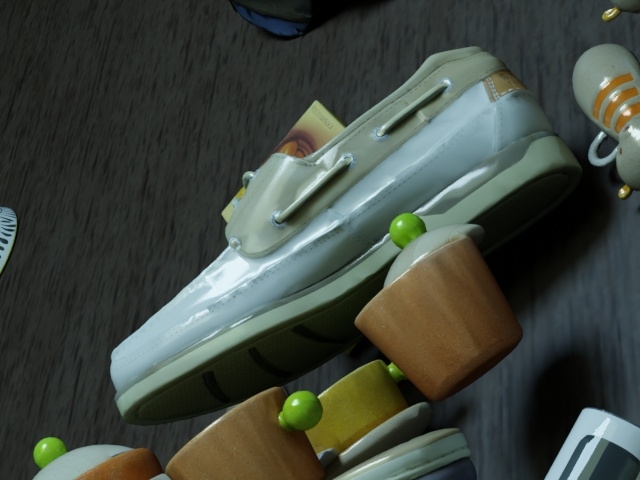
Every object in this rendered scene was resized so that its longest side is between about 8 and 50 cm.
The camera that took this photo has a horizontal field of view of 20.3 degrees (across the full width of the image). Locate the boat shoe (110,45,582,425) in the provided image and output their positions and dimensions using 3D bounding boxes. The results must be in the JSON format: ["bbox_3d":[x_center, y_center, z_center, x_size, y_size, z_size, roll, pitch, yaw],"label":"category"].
[{"bbox_3d":[0.000,0.000,1.052,0.302,0.113,0.103,-31,71,3],"label":"boat shoe"}]

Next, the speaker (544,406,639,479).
[{"bbox_3d":[0.114,0.149,0.831,0.136,0.055,0.055,-58,28,-12],"label":"speaker"}]

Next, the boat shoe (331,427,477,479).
[{"bbox_3d":[-0.010,0.200,0.918,0.285,0.103,0.092,-44,68,29],"label":"boat shoe"}]

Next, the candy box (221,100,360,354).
[{"bbox_3d":[0.007,-0.013,1.189,0.109,0.053,0.187,-50,26,6],"label":"candy box"}]

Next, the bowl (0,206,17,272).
[{"bbox_3d":[-0.374,0.019,1.712,0.170,0.080,0.170,-38,30,27],"label":"bowl"}]

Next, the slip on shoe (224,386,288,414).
[{"bbox_3d":[-0.052,0.128,1.124,0.051,0.041,0.135,-34,33,33],"label":"slip on shoe"}]

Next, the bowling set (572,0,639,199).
[{"bbox_3d":[0.198,-0.171,0.935,0.287,0.200,0.154,-48,29,18],"label":"bowling set"}]

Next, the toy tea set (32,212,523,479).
[{"bbox_3d":[-0.050,0.097,0.954,0.336,0.124,0.200,-35,-13,-4],"label":"toy tea set"}]

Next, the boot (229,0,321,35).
[{"bbox_3d":[-0.004,-0.218,1.440,0.219,0.106,0.082,14,62,31],"label":"boot"}]
